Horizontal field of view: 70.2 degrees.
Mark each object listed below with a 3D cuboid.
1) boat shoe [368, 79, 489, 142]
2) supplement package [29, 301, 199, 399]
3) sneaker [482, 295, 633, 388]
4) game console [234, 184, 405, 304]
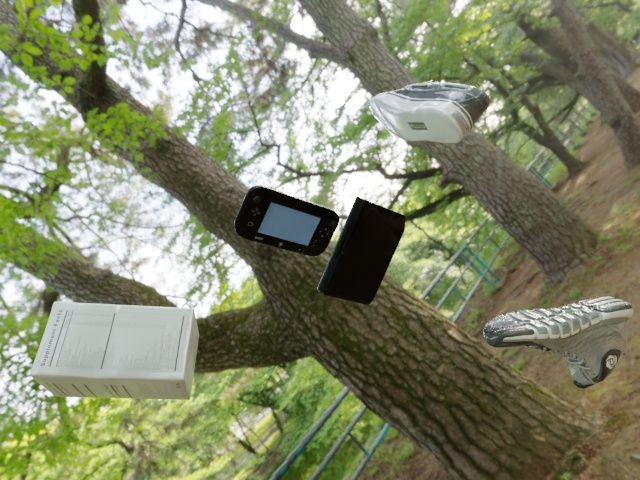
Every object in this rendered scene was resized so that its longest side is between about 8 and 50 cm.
[{"bbox_3d":[0.206,-0.269,0.908,0.102,0.108,0.301,-44,27,-7],"label":"boat shoe"},{"bbox_3d":[-0.358,0.204,0.831,0.134,0.244,0.139,106,167,-55],"label":"supplement package"},{"bbox_3d":[0.370,0.172,0.698,0.228,0.132,0.086,-10,10,-1],"label":"sneaker"},{"bbox_3d":[0.000,0.000,0.898,0.044,0.361,0.213,36,106,57],"label":"game console"}]
